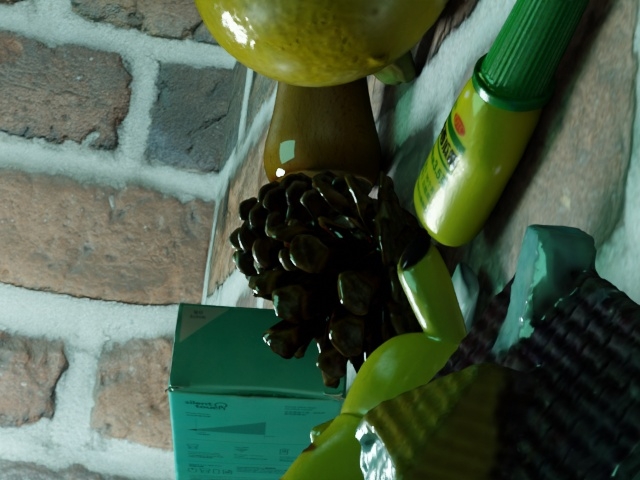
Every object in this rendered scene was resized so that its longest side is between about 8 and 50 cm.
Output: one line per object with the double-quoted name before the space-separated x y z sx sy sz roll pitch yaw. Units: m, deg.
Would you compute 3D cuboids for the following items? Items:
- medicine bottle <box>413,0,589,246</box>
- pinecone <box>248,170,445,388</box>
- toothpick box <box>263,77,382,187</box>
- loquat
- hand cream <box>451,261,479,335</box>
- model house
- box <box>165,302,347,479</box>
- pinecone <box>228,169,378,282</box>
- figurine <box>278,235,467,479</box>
"medicine bottle" 0.163 -0.121 1.215 0.309 0.076 0.111 114 160 -46
"pinecone" 0.026 0.046 1.427 0.201 0.202 0.229 -19 72 33
"toothpick box" 0.002 -0.208 1.777 0.192 0.192 0.294 132 140 -68
"loquat" 0.014 -0.317 1.566 0.359 0.328 0.328 56 -166 -32
"hand cream" 0.107 0.143 1.322 0.079 0.048 0.255 -102 25 -63
"model house" 0.130 0.129 0.787 0.280 0.230 0.248 -131 44 -73
"box" -0.076 0.196 1.637 0.311 0.205 0.118 95 175 -60
"pinecone" 0.001 0.002 1.624 0.212 0.185 0.168 -1 109 53
"figurine" 0.067 0.193 1.131 0.326 0.169 0.218 -53 -34 -20
